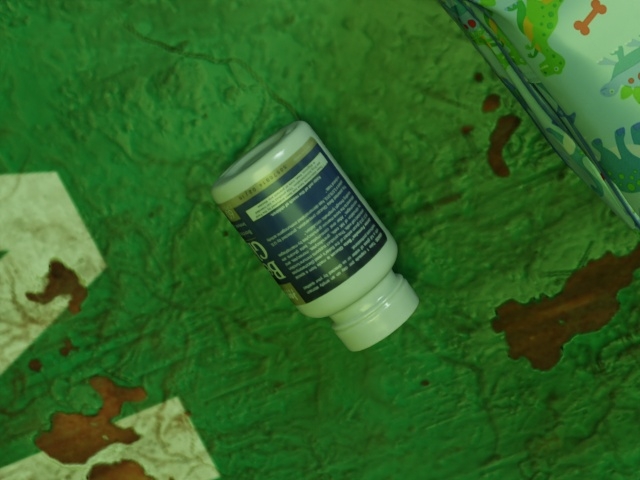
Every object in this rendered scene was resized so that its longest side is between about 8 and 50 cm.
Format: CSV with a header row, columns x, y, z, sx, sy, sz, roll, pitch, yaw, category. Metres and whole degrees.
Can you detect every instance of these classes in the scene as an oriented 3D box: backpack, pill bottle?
x,y,z,sx,sy,sz,roll,pitch,yaw,category
0.259,-0.134,1.020,0.290,0.273,0.355,-30,115,8,backpack
0.000,0.000,1.156,0.094,0.094,0.169,-34,101,16,pill bottle
